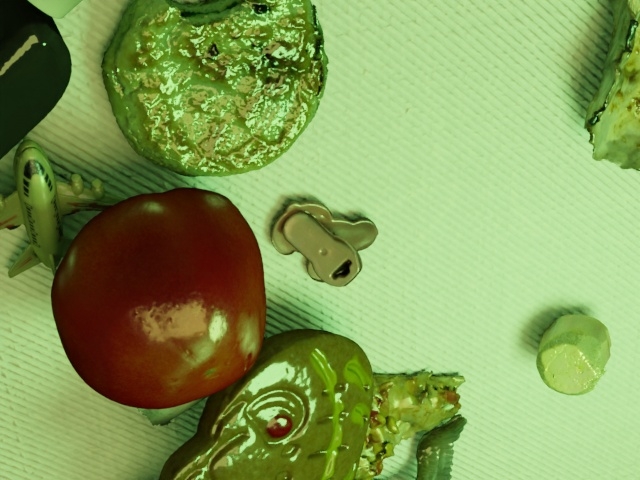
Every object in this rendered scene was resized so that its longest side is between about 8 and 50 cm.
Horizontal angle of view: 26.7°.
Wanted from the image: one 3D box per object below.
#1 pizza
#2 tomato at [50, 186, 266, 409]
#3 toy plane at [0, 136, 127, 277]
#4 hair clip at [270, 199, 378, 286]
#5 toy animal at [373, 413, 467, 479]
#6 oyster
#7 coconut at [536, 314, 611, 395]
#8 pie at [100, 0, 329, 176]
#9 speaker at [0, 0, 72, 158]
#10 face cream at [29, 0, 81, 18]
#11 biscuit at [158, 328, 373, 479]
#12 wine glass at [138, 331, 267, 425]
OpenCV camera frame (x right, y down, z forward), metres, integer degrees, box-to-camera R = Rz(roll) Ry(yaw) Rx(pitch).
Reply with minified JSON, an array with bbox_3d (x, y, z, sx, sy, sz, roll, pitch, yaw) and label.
[{"bbox_3d":[0.084,0.314,2.129,0.287,0.074,0.251,0,126,-22],"label":"pizza"},{"bbox_3d":[-0.188,0.084,1.680,0.298,0.226,0.299,-28,151,-17],"label":"tomato"},{"bbox_3d":[-0.344,-0.040,1.653,0.241,0.104,0.256,-13,139,-12],"label":"toy plane"},{"bbox_3d":[0.000,-0.003,1.886,0.138,0.102,0.123,39,104,-5],"label":"hair clip"},{"bbox_3d":[0.165,0.413,2.194,0.197,0.160,0.273,-6,123,-13],"label":"toy animal"},{"bbox_3d":[0.435,-0.247,1.831,0.197,0.133,0.337,-22,128,-5],"label":"oyster"},{"bbox_3d":[0.403,0.179,2.142,0.116,0.122,0.116,7,115,16],"label":"coconut"},{"bbox_3d":[-0.124,-0.205,1.660,0.302,0.067,0.303,-12,127,-17],"label":"pie"},{"bbox_3d":[-0.416,-0.116,1.535,0.388,0.180,0.184,-43,136,11],"label":"speaker"},{"bbox_3d":[-0.274,-0.367,1.374,0.179,0.218,0.218,-41,130,7],"label":"face cream"},{"bbox_3d":[-0.069,0.316,1.906,0.350,0.070,0.394,-11,119,-39],"label":"biscuit"},{"bbox_3d":[-0.176,0.162,1.874,0.204,0.111,0.111,-43,130,2],"label":"wine glass"}]
